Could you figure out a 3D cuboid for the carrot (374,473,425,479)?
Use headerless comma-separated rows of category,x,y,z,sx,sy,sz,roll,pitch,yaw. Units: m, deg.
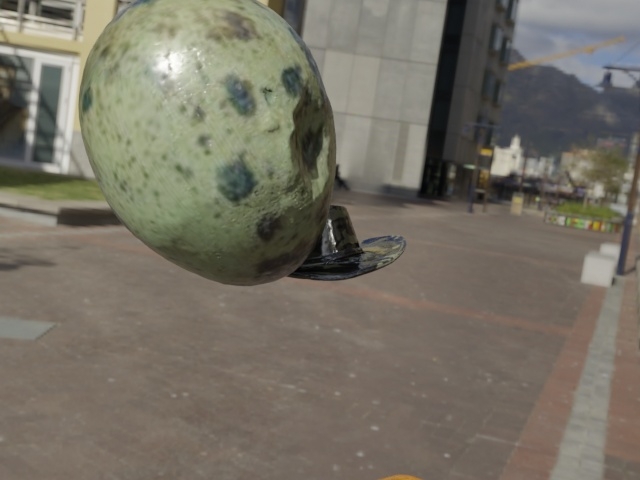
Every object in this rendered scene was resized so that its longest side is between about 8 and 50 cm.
carrot,0.002,0.202,0.582,0.190,0.037,0.037,-29,-13,26

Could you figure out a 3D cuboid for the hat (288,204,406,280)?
hat,0.000,0.000,0.569,0.121,0.051,0.121,-11,5,1

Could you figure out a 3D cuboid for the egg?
egg,-0.060,-0.054,0.456,0.141,0.182,0.141,-17,25,8
